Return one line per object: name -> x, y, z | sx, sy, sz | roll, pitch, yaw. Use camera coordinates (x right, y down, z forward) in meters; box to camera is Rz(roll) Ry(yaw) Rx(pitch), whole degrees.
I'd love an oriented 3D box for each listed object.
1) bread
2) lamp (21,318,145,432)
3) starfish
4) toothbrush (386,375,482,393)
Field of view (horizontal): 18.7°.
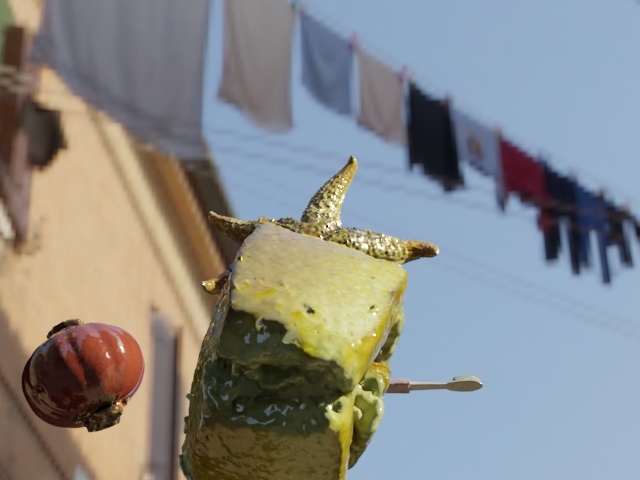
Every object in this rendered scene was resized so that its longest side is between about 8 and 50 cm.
bread -> -0.019, 0.090, 1.247 | 0.124, 0.186, 0.257 | 16, 6, -3
lamp -> -0.188, 0.108, 1.547 | 0.101, 0.090, 0.101 | -21, -21, -8
starfish -> 0.000, 0.000, 1.713 | 0.208, 0.176, 0.053 | 14, -29, 2
toothbrush -> 0.071, 0.150, 2.007 | 0.194, 0.017, 0.014 | -1, -63, -6
